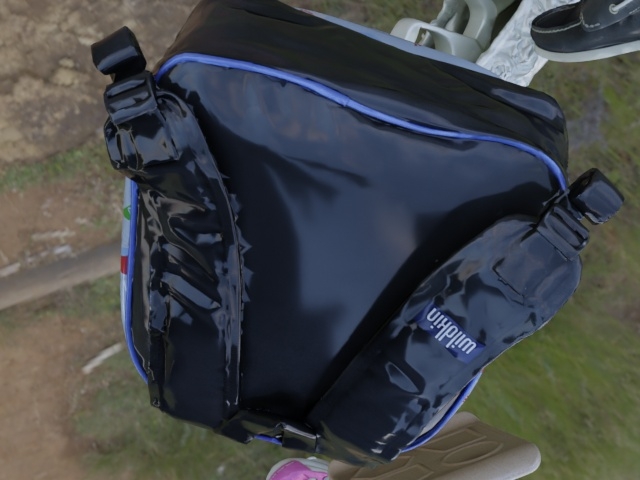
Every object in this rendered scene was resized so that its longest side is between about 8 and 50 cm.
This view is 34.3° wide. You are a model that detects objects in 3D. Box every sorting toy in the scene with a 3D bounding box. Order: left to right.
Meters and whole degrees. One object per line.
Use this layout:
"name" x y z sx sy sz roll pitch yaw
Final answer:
"sorting toy" 0.117 0.249 1.122 0.193 0.208 0.038 -18 96 -10

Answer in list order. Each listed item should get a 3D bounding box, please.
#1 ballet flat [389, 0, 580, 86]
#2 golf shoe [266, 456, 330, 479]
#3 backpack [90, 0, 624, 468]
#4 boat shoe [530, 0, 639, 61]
"ballet flat" 0.139 -0.189 0.961 0.147 0.147 0.409 34 88 -48
"golf shoe" -0.010 0.360 1.457 0.115 0.140 0.306 -44 141 -3
"backpack" 0.000 0.000 0.632 0.276 0.213 0.263 20 120 2
"boat shoe" 0.243 -0.188 0.794 0.084 0.233 0.079 -34 106 -21
